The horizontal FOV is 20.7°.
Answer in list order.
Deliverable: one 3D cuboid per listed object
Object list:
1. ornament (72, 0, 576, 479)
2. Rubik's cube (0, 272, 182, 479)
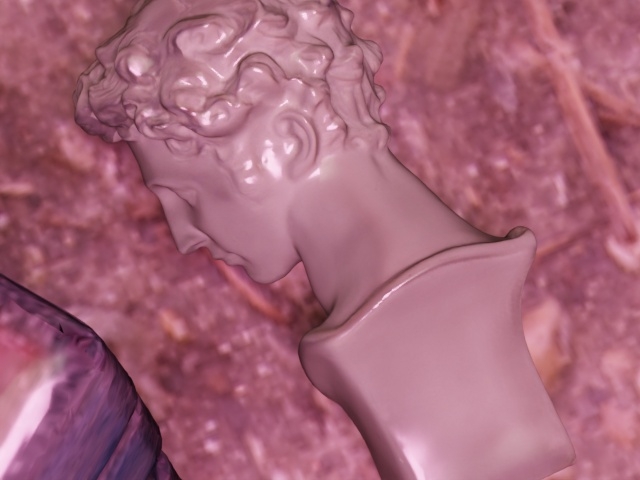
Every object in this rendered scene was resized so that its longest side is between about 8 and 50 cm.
[{"bbox_3d":[0.014,-0.005,0.790,0.130,0.120,0.285,-39,85,-14],"label":"ornament"},{"bbox_3d":[-0.275,0.126,0.625,0.344,0.337,0.344,31,79,8],"label":"Rubik's cube"}]
